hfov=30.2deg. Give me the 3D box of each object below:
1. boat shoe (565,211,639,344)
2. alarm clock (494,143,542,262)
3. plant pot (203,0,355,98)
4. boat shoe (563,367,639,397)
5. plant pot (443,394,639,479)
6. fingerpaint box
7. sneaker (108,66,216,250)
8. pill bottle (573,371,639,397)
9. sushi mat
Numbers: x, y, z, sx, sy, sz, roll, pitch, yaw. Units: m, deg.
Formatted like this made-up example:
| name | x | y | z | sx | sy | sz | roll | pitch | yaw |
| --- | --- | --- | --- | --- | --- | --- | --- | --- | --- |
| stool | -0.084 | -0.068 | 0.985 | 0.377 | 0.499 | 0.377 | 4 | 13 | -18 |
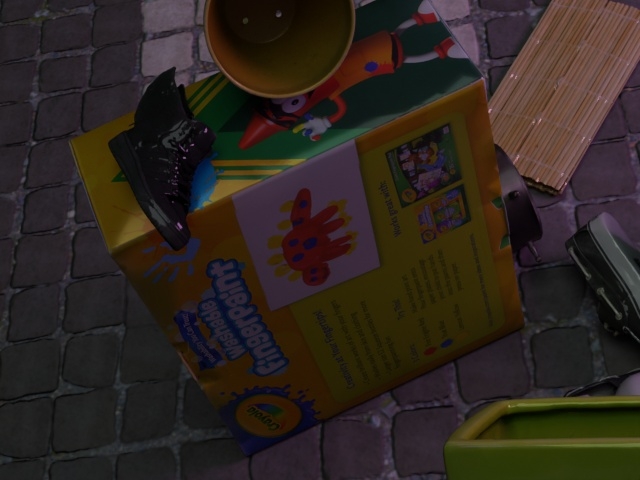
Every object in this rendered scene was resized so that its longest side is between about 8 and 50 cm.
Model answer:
| name | x | y | z | sx | sy | sz | roll | pitch | yaw |
| --- | --- | --- | --- | --- | --- | --- | --- | --- | --- |
| boat shoe | 0.353 | 0.074 | 1.346 | 0.070 | 0.077 | 0.219 | -40 | 59 | 27 |
| alarm clock | 0.205 | -0.057 | 1.437 | 0.064 | 0.129 | 0.192 | -25 | 34 | 1 |
| plant pot | -0.046 | -0.203 | 1.065 | 0.134 | 0.134 | 0.095 | -29 | 24 | -5 |
| boat shoe | 0.322 | 0.167 | 1.287 | 0.125 | 0.038 | 0.046 | -14 | 83 | 21 |
| plant pot | 0.246 | 0.253 | 1.031 | 0.228 | 0.227 | 0.207 | -5 | 90 | 20 |
| fingerpaint box | 0.000 | 0.000 | 1.255 | 0.371 | 0.445 | 0.163 | -25 | 54 | -2 |
| sneaker | -0.127 | -0.073 | 1.031 | 0.089 | 0.051 | 0.170 | -33 | 52 | -2 |
| pill bottle | 0.390 | 0.202 | 1.192 | 0.278 | 0.162 | 0.162 | -12 | 55 | 8 |
| sushi mat | 0.315 | -0.201 | 1.561 | 0.151 | 0.019 | 0.316 | 22 | 65 | 27 |
